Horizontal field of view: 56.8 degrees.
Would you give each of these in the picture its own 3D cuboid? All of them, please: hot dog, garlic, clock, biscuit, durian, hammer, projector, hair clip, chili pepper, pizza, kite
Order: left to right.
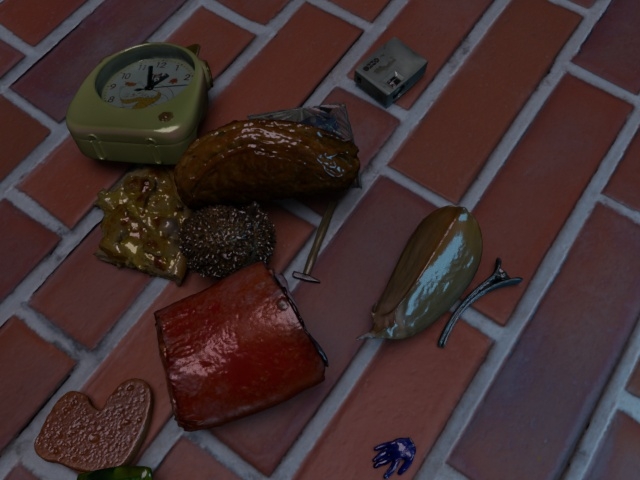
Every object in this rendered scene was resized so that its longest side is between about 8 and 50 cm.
[{"bbox_3d":[-0.424,0.344,1.132,0.192,0.036,0.186,12,64,6],"label":"biscuit"},{"bbox_3d":[-0.386,-0.052,1.280,0.223,0.089,0.323,-9,66,-7],"label":"pizza"},{"bbox_3d":[-0.387,-0.331,1.357,0.286,0.117,0.348,6,54,8],"label":"clock"},{"bbox_3d":[-0.181,-0.006,1.194,0.196,0.196,0.167,-35,68,-14],"label":"durian"},{"bbox_3d":[-0.164,0.196,1.092,0.305,0.229,0.251,-22,101,-10],"label":"chili pepper"},{"bbox_3d":[-0.111,-0.168,1.239,0.388,0.267,0.174,-8,100,0],"label":"hot dog"},{"bbox_3d":[-0.033,-0.220,1.389,0.335,0.011,0.314,35,71,15],"label":"kite"},{"bbox_3d":[0.000,0.000,1.292,0.062,0.013,0.198,18,68,8],"label":"hammer"},{"bbox_3d":[0.171,-0.410,1.444,0.115,0.061,0.147,42,73,18],"label":"projector"},{"bbox_3d":[0.182,0.081,1.166,0.151,0.196,0.338,35,79,29],"label":"garlic"},{"bbox_3d":[0.315,0.132,1.226,0.229,0.039,0.070,-41,72,-11],"label":"hair clip"}]

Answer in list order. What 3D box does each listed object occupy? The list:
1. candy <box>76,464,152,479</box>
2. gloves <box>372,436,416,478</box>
[{"bbox_3d":[-0.358,0.524,1.028,0.149,0.069,0.246,-9,66,9],"label":"candy"},{"bbox_3d":[0.139,0.406,1.107,0.086,0.026,0.064,-19,70,-8],"label":"gloves"}]
